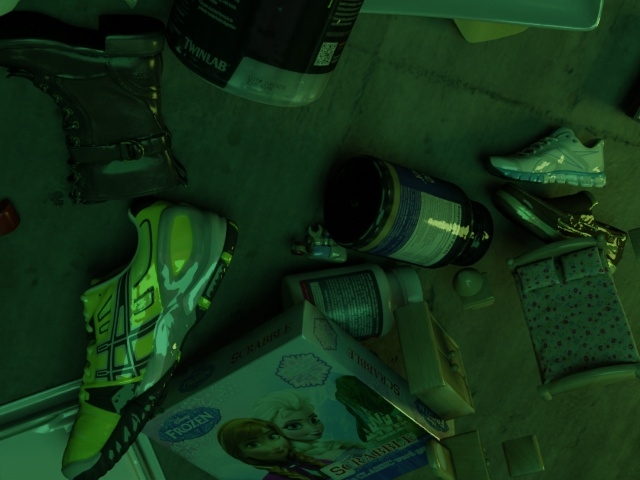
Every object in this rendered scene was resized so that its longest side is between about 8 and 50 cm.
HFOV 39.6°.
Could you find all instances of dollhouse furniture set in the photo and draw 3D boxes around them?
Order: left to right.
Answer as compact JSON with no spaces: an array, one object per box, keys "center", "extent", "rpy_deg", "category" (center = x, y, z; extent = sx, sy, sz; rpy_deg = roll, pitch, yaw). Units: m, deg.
[{"center":[0.295,0.134,1.124],"extent":[0.356,0.303,0.174],"rpy_deg":[-18,150,16],"category":"dollhouse furniture set"}]

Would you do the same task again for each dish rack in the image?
[{"center":[-0.367,0.370,1.260],"extent":[0.286,0.072,0.332],"rpy_deg":[-19,118,-7],"category":"dish rack"}]

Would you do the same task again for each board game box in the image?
[{"center":[-0.034,0.254,1.238],"extent":[0.319,0.065,0.318],"rpy_deg":[-33,123,29],"category":"board game box"}]

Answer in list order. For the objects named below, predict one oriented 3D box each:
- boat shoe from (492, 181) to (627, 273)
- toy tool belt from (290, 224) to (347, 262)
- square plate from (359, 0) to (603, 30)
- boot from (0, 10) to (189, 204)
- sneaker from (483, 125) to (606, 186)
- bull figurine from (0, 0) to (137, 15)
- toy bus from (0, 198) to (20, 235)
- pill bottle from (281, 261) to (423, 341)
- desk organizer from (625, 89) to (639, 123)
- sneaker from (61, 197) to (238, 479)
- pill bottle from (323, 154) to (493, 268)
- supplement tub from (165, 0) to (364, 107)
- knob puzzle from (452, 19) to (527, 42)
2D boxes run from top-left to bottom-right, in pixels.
[{"center":[0.351,-0.035,1.281],"extent":[0.257,0.095,0.095],"rpy_deg":[28,97,-37],"category":"boat shoe"},{"center":[0.000,0.000,1.212],"extent":[0.083,0.052,0.051],"rpy_deg":[12,80,-25],"category":"toy tool belt"},{"center":[0.159,-0.420,0.989],"extent":[0.348,0.049,0.343],"rpy_deg":[7,115,8],"category":"square plate"},{"center":[-0.286,-0.140,1.030],"extent":[0.263,0.091,0.228],"rpy_deg":[-1,123,-9],"category":"boot"},{"center":[0.315,-0.120,1.245],"extent":[0.191,0.071,0.082],"rpy_deg":[0,102,-21],"category":"sneaker"},{"center":[-0.267,-0.342,0.906],"extent":[0.189,0.101,0.310],"rpy_deg":[15,98,-30],"category":"bull figurine"},{"center":[-0.465,-0.009,1.026],"extent":[0.191,0.104,0.202],"rpy_deg":[37,67,-57],"category":"toy bus"},{"center":[0.044,0.087,1.227],"extent":[0.180,0.108,0.107],"rpy_deg":[-9,117,-13],"category":"pill bottle"},{"center":[0.472,-0.226,1.242],"extent":[0.047,0.050,0.130],"rpy_deg":[19,108,-24],"category":"desk organizer"},{"center":[-0.246,0.123,1.139],"extent":[0.147,0.145,0.384],"rpy_deg":[26,88,-8],"category":"sneaker"},{"center":[0.122,-0.030,1.177],"extent":[0.219,0.123,0.122],"rpy_deg":[14,111,-37],"category":"pill bottle"},{"center":[-0.030,-0.318,0.938],"extent":[0.194,0.193,0.316],"rpy_deg":[14,119,-23],"category":"supplement tub"},{"center":[0.226,-0.343,1.121],"extent":[0.213,0.030,0.213],"rpy_deg":[-7,117,-15],"category":"knob puzzle"}]
